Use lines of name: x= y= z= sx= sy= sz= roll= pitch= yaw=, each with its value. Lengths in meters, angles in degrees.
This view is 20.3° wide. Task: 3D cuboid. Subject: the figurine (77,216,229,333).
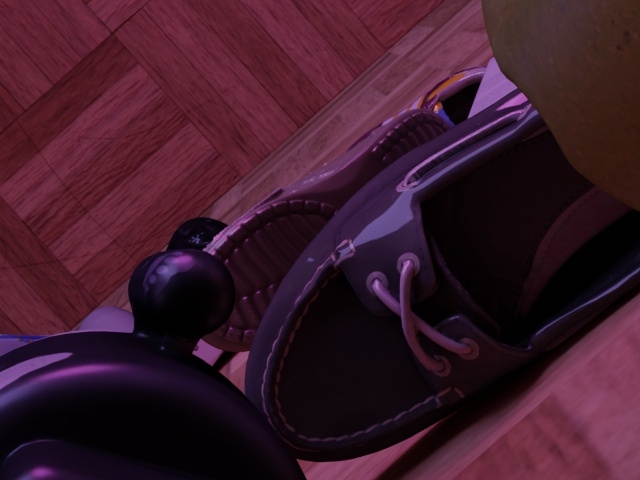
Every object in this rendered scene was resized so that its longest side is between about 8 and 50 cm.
figurine: x=-0.132 y=0.064 z=1.717 sx=0.215 sy=0.092 sz=0.209 roll=-45 pitch=12 yaw=-16

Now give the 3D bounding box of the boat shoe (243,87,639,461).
boat shoe: x=0.098 y=-0.014 z=0.814 sx=0.335 sy=0.112 sz=0.095 roll=-38 pitch=3 yaw=3

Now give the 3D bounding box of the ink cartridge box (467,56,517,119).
ink cartridge box: x=0.163 y=-0.095 z=1.322 sx=0.145 sy=0.045 sz=0.179 roll=-33 pitch=29 yaw=48

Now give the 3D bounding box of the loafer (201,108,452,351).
loafer: x=0.000 y=0.000 z=1.344 sx=0.268 sy=0.102 sz=0.092 roll=-35 pitch=2 yaw=-28

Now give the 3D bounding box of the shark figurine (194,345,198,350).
shark figurine: x=-0.178 y=0.178 z=1.224 sx=0.166 sy=0.116 sz=0.278 roll=-2 pitch=33 yaw=21

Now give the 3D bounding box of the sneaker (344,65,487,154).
sneaker: x=0.080 y=-0.083 z=1.493 sx=0.185 sy=0.069 sz=0.084 roll=-43 pitch=2 yaw=-6

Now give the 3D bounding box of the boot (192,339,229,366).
boot: x=-0.082 y=0.052 z=1.553 sx=0.190 sy=0.069 sz=0.086 roll=-45 pitch=2 yaw=-18

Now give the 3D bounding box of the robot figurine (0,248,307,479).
robot figurine: x=-0.088 y=0.125 z=0.743 sx=0.209 sy=0.173 sz=0.278 roll=-36 pitch=6 yaw=-6

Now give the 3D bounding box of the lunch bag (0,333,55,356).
lunch bag: x=-0.258 y=0.146 z=1.573 sx=0.176 sy=0.090 sz=0.219 roll=6 pitch=-20 yaw=-32

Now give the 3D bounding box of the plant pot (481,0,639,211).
plant pot: x=0.185 y=-0.132 z=0.604 sx=0.276 sy=0.276 sz=0.254 roll=-46 pitch=-4 yaw=-31
